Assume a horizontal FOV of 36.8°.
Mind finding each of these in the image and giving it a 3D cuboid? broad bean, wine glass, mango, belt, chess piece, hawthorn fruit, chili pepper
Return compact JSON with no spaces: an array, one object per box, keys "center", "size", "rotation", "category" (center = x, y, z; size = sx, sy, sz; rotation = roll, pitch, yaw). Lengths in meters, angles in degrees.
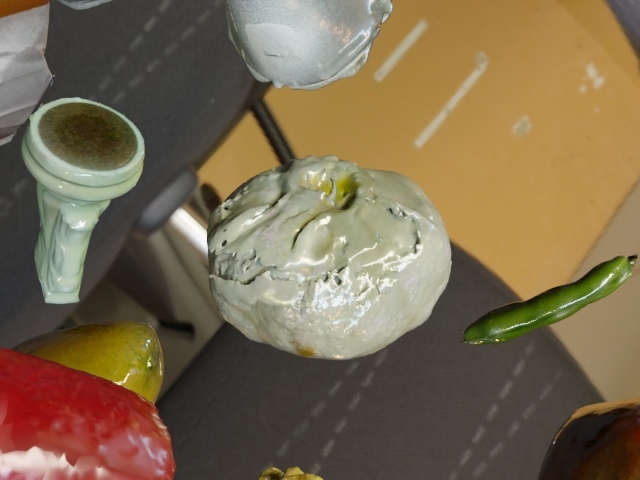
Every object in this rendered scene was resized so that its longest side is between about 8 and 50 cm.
[{"center":[0.297,0.083,1.244],"size":[0.254,0.046,0.065],"rotation":[-26,-163,12],"category":"broad bean"},{"center":[-0.054,-0.148,0.493],"size":[0.122,0.122,0.183],"rotation":[-42,157,23],"category":"wine glass"},{"center":[-0.373,0.242,1.402],"size":[0.378,0.221,0.264],"rotation":[-32,-158,31],"category":"mango"},{"center":[-0.345,-0.195,0.900],"size":[0.105,0.184,0.261],"rotation":[-24,150,-51],"category":"belt"},{"center":[-0.373,-0.051,1.431],"size":[0.298,0.175,0.176],"rotation":[-63,177,40],"category":"chess piece"},{"center":[0.403,0.320,1.164],"size":[0.308,0.308,0.325],"rotation":[-43,-142,18],"category":"hawthorn fruit"},{"center":[-0.247,0.099,0.478],"size":[0.131,0.338,0.135],"rotation":[-58,-153,32],"category":"chili pepper"}]

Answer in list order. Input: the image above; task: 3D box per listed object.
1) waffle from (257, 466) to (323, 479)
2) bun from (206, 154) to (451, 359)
[{"center":[-0.115,0.349,1.056],"size":[0.329,0.062,0.329],"rotation":[-30,-172,5],"category":"waffle"},{"center":[0.000,0.000,0.909],"size":[0.239,0.239,0.141],"rotation":[-58,154,-49],"category":"bun"}]
